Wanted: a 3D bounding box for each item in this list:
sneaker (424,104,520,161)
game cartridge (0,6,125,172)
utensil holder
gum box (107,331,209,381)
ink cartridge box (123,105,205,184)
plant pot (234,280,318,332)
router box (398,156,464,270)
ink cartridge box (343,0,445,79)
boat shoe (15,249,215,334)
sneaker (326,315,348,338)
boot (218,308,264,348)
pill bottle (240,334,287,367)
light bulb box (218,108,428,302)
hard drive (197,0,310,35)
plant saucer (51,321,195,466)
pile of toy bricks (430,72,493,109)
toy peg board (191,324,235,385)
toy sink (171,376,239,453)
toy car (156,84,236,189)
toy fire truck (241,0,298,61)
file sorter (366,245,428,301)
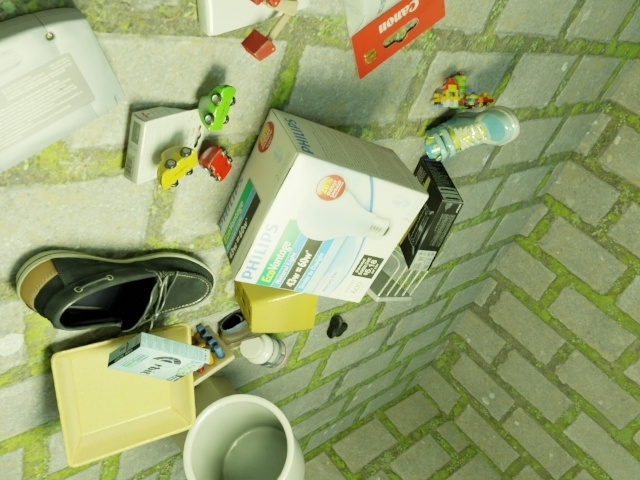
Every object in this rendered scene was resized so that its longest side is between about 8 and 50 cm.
[{"bbox_3d":[0.444,-0.313,1.726,0.208,0.319,0.127,-29,104,-15],"label":"sneaker"},{"bbox_3d":[-0.470,-0.227,0.868,0.297,0.062,0.198,-36,146,-17],"label":"game cartridge"},{"bbox_3d":[-0.221,0.698,1.798,0.328,0.327,0.385,-38,154,-14],"label":"utensil holder"},{"bbox_3d":[-0.389,0.284,1.357,0.184,0.041,0.157,25,137,-37],"label":"gum box"},{"bbox_3d":[-0.309,-0.204,1.137,0.179,0.045,0.145,-38,156,-52],"label":"ink cartridge box"},{"bbox_3d":[-0.140,0.147,1.641,0.187,0.212,0.212,-16,142,-21],"label":"plant pot"},{"bbox_3d":[0.353,-0.087,1.913,0.081,0.242,0.308,5,131,-17],"label":"router box"},{"bbox_3d":[0.197,-0.565,1.258,0.308,0.091,0.385,-39,150,-11],"label":"ink cartridge box"},{"bbox_3d":[-0.421,0.125,1.281,0.186,0.156,0.500,-56,151,15],"label":"boat shoe"},{"bbox_3d":[0.078,0.353,2.331,0.089,0.051,0.170,-22,148,-36],"label":"sneaker"},{"bbox_3d":[-0.224,0.259,1.782,0.219,0.082,0.106,-31,151,-21],"label":"boot"},{"bbox_3d":[-0.199,0.376,1.938,0.108,0.108,0.180,-46,151,2],"label":"pill bottle"},{"bbox_3d":[-0.006,-0.072,1.367,0.361,0.225,0.357,13,120,-30],"label":"light bulb box"},{"bbox_3d":[-0.107,-0.542,0.937,0.233,0.047,0.353,-29,147,-27],"label":"hard drive"},{"bbox_3d":[-0.501,0.378,1.453,0.333,0.081,0.332,-11,113,-31],"label":"plant saucer"},{"bbox_3d":[0.419,-0.454,1.701,0.212,0.118,0.105,-8,101,-33],"label":"pile of toy bricks"},{"bbox_3d":[-0.359,0.313,1.610,0.161,0.161,0.079,-32,134,-22],"label":"toy peg board"},{"bbox_3d":[-0.390,0.607,1.944,0.234,0.153,0.131,-50,151,7],"label":"toy sink"},{"bbox_3d":[-0.236,-0.219,1.150,0.224,0.053,0.239,-64,164,21],"label":"toy car"},{"bbox_3d":[-0.078,-0.435,1.014,0.192,0.047,0.135,-45,152,-3],"label":"toy fire truck"},{"bbox_3d":[0.250,0.098,2.078,0.278,0.193,0.173,7,120,-55],"label":"file sorter"}]
